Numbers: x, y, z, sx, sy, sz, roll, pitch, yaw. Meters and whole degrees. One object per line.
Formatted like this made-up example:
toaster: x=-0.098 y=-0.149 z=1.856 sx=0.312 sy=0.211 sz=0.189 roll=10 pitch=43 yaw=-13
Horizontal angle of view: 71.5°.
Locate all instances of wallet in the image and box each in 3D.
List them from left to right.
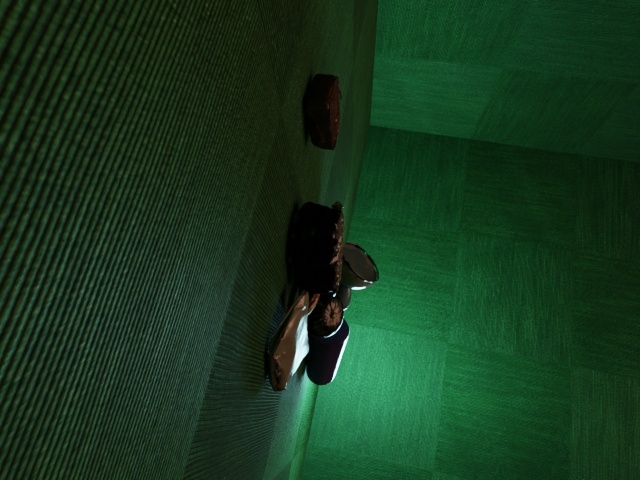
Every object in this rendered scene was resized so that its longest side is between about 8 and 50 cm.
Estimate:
wallet: x=-0.101 y=0.344 z=1.484 sx=0.275 sy=0.068 sz=0.336 roll=-58 pitch=157 yaw=-50

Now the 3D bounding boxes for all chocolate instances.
chocolate: x=0.009 y=-0.391 z=1.373 sx=0.214 sy=0.093 sz=0.149 roll=85 pitch=18 yaw=-60

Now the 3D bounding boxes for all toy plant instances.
toy plant: x=0.078 y=0.188 z=2.057 sx=0.332 sy=0.247 sz=0.247 roll=-44 pitch=-167 yaw=30

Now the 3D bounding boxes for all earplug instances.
earplug: x=0.017 y=0.613 z=2.404 sx=0.215 sy=0.214 sz=0.457 roll=-71 pitch=172 yaw=-51

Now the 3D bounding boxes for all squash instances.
squash: x=0.004 y=0.308 z=1.913 sx=0.172 sy=0.217 sz=0.219 roll=23 pitch=-73 yaw=57

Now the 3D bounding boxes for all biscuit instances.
biscuit: x=-0.038 y=0.182 z=1.703 sx=0.154 sy=0.045 sz=0.299 roll=-40 pitch=-161 yaw=34

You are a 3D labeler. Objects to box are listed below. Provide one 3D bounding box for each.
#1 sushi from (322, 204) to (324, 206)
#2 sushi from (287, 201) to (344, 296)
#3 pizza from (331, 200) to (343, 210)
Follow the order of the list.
sushi: x=-0.024 y=-0.028 z=1.797 sx=0.231 sy=0.047 sz=0.220 roll=-64 pitch=158 yaw=-80
sushi: x=-0.010 y=0.040 z=1.496 sx=0.350 sy=0.170 sz=0.211 roll=90 pitch=10 yaw=-47
pizza: x=0.049 y=-0.042 z=1.977 sx=0.134 sy=0.056 sz=0.272 roll=-35 pitch=138 yaw=-83
